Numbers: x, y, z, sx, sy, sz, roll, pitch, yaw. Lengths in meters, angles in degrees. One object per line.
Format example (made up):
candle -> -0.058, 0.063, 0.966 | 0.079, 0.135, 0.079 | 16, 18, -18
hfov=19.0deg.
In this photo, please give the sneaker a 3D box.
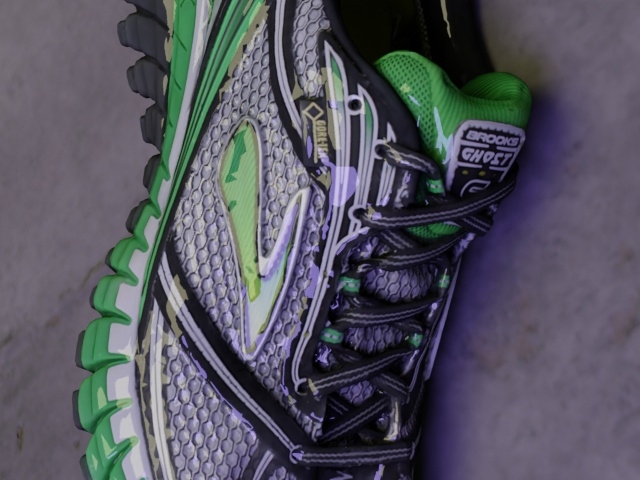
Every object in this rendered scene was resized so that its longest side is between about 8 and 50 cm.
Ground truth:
sneaker -> 0.000, 0.000, 0.711 | 0.146, 0.134, 0.343 | -6, 82, 41
